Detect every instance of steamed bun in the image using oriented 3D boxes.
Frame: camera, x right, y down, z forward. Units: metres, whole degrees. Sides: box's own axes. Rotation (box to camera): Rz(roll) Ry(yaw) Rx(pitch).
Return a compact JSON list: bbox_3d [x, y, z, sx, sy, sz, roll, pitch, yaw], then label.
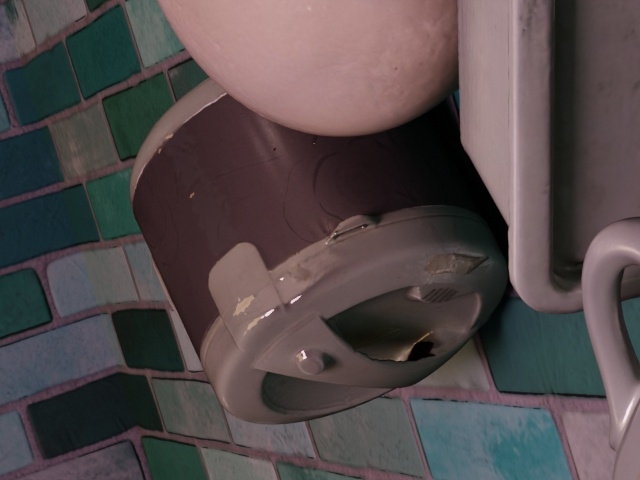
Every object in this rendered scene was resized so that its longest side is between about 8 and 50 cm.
[{"bbox_3d":[-0.005,-0.233,1.465,0.324,0.206,0.324,24,125,39],"label":"steamed bun"}]

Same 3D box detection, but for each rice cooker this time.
[{"bbox_3d":[0.000,0.003,1.676,0.277,0.288,0.288,63,158,24],"label":"rice cooker"}]

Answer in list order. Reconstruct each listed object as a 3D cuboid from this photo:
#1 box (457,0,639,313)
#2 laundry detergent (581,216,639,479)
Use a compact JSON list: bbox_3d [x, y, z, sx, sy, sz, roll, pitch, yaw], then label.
[{"bbox_3d":[0.172,-0.135,1.264,0.182,0.175,0.312,-120,21,-51],"label":"box"},{"bbox_3d":[0.259,0.069,1.206,0.215,0.105,0.280,9,124,36],"label":"laundry detergent"}]
